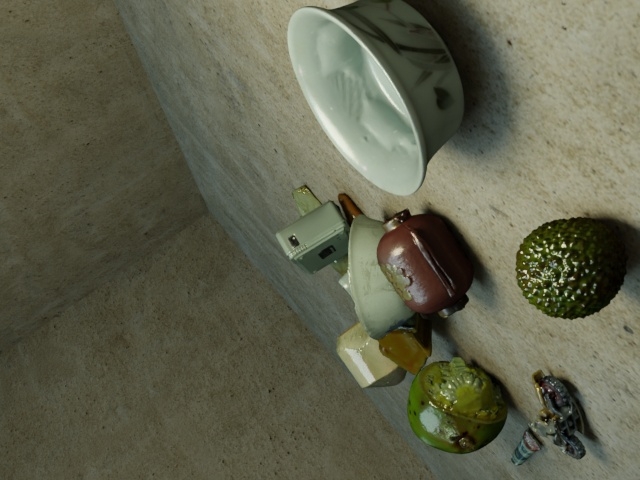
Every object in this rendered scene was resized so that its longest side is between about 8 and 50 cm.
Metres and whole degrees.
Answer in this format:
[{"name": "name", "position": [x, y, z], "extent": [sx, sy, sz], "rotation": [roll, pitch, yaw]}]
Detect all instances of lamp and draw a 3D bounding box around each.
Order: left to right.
[{"name": "lamp", "position": [0.228, 0.052, 1.452], "extent": [0.258, 0.180, 0.180], "rotation": [55, 166, -2]}]

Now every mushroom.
[{"name": "mushroom", "position": [0.018, -0.024, 2.146], "extent": [0.333, 0.087, 0.107], "rotation": [58, 166, -8]}]

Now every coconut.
[{"name": "coconut", "position": [0.190, 0.372, 2.242], "extent": [0.244, 0.239, 0.239], "rotation": [55, 166, 5]}]

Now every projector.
[{"name": "projector", "position": [0.000, 0.000, 1.923], "extent": [0.099, 0.192, 0.257], "rotation": [58, -178, 18]}]

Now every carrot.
[{"name": "carrot", "position": [0.108, -0.049, 1.861], "extent": [0.210, 0.061, 0.061], "rotation": [54, 167, 16]}]

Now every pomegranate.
[{"name": "pomegranate", "position": [0.356, 0.429, 1.818], "extent": [0.261, 0.260, 0.341], "rotation": [57, -170, -14]}]

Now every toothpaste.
[{"name": "toothpaste", "position": [0.568, 0.580, 1.878], "extent": [0.062, 0.039, 0.239], "rotation": [54, 166, 28]}]

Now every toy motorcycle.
[{"name": "toy motorcycle", "position": [0.508, 0.380, 1.486], "extent": [0.129, 0.094, 0.229], "rotation": [31, 149, 61]}]

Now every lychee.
[{"name": "lychee", "position": [0.371, 0.040, 0.997], "extent": [0.171, 0.171, 0.171], "rotation": [49, 165, 18]}]

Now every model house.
[{"name": "model house", "position": [0.240, 0.230, 1.889], "extent": [0.239, 0.173, 0.268], "rotation": [56, -150, -31]}]

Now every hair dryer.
[{"name": "hair dryer", "position": [0.135, 0.122, 2.069], "extent": [0.073, 0.131, 0.236], "rotation": [46, 178, 18]}]

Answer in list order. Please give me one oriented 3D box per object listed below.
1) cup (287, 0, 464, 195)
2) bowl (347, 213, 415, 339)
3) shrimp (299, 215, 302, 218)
[{"name": "cup", "position": [0.110, -0.261, 1.115], "extent": [0.347, 0.163, 0.347], "rotation": [50, 166, 17]}, {"name": "bowl", "position": [0.187, 0.079, 1.636], "extent": [0.313, 0.146, 0.314], "rotation": [-8, -90, -68]}, {"name": "shrimp", "position": [-0.024, -0.048, 2.298], "extent": [0.115, 0.051, 0.217], "rotation": [53, 164, -3]}]
